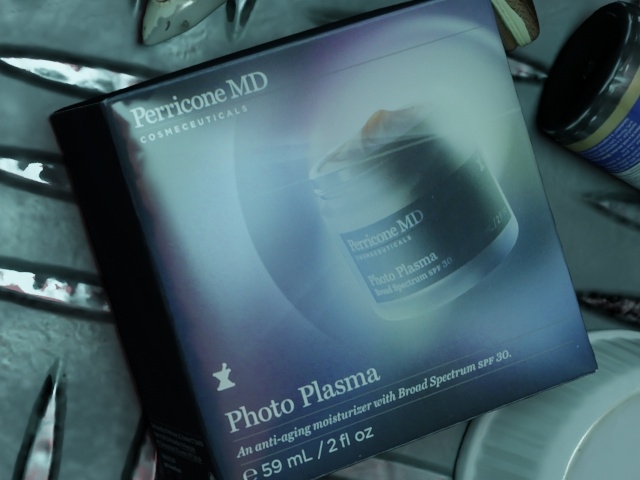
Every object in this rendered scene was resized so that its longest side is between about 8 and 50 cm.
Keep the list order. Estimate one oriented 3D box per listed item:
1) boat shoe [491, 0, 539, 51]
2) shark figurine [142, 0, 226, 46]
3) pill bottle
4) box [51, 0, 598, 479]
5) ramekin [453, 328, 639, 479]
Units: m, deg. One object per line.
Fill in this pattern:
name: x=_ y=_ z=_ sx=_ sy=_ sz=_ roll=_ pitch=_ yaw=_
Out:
boat shoe: x=0.068 y=-0.241 z=1.425 sx=0.095 sy=0.095 sz=0.257 roll=-30 pitch=109 yaw=19
shark figurine: x=0.009 y=-0.226 z=1.359 sx=0.116 sy=0.278 sz=0.166 roll=43 pitch=45 yaw=-45
pill bottle: x=0.292 y=-0.086 z=1.475 sx=0.219 sy=0.123 sz=0.123 roll=27 pitch=82 yaw=-18
box: x=0.000 y=0.000 z=1.344 sx=0.296 sy=0.183 sz=0.294 roll=-19 pitch=96 yaw=-19
ramekin: x=0.249 y=0.207 z=1.461 sx=0.273 sy=0.127 sz=0.273 roll=0 pitch=90 yaw=-19
